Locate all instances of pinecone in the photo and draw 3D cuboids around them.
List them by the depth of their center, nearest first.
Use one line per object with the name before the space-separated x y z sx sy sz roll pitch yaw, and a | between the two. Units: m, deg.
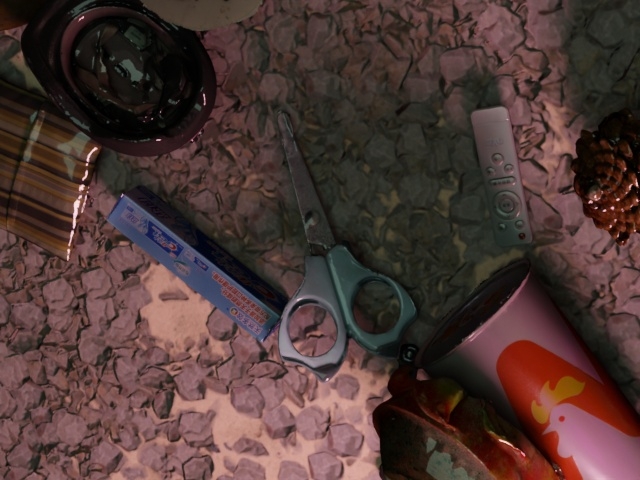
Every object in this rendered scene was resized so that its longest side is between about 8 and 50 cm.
pinecone | 0.384 -0.083 1.728 0.173 0.173 0.174 3 103 15

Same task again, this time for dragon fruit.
dragon fruit | 0.176 0.279 1.763 0.268 0.130 0.295 6 143 50

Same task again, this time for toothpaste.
toothpaste | -0.162 0.029 1.951 0.272 0.066 0.053 38 109 5

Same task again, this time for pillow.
pillow | -0.409 -0.104 2.000 0.208 0.052 0.212 24 107 13

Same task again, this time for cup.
cup | 0.282 0.191 1.808 0.203 0.203 0.288 -41 96 20

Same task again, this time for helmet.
helmet | -0.247 -0.215 1.880 0.253 0.154 0.198 39 84 20

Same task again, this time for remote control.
remote control | 0.232 -0.082 1.838 0.050 0.027 0.184 -8 104 19

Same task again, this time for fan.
fan | -0.218 -0.377 1.842 0.329 0.009 0.191 16 77 -3

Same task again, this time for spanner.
spanner | 0.109 0.238 1.949 0.046 0.012 0.208 9 104 15

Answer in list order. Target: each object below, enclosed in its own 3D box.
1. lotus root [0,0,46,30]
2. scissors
lotus root | -0.449 -0.389 1.902 0.260 0.149 0.267 15 109 13
scissors | 0.000 0.000 1.897 0.191 0.029 0.360 -17 91 -5
